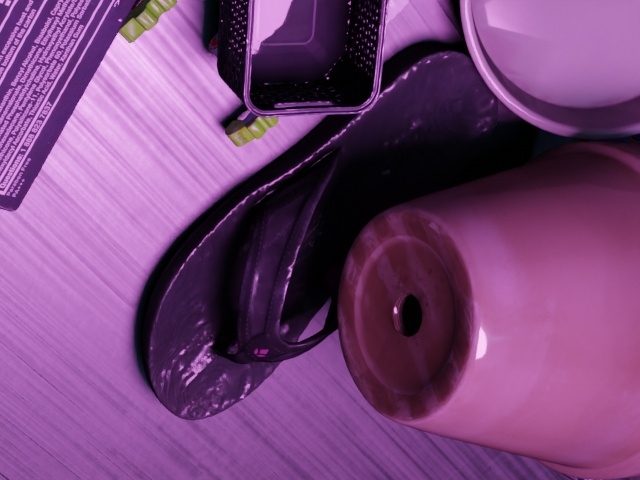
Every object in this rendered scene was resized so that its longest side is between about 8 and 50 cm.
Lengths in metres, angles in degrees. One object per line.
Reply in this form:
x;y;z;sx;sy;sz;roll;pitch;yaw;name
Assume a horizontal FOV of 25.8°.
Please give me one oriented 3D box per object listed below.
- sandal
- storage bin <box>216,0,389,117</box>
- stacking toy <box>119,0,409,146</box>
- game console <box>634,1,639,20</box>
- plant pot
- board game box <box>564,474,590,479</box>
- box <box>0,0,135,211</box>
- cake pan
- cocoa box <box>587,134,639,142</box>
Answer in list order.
-0.001;-0.002;1.317;0.446;0.107;0.167;-48;124;2;sandal
-0.015;-0.202;1.169;0.122;0.084;0.180;-4;115;-20;storage bin
-0.048;-0.208;1.234;0.221;0.052;0.167;-43;122;2;stacking toy
0.354;-0.281;1.404;0.124;0.085;0.144;32;98;-2;game console
0.180;0.067;1.269;0.280;0.323;0.323;-1;114;-37;plant pot
0.271;0.143;1.491;0.194;0.194;0.060;-46;129;-16;board game box
-0.292;-0.206;0.977;0.296;0.183;0.294;-59;152;9;box
0.268;-0.242;1.321;0.293;0.054;0.293;-3;109;-9;cake pan
0.479;-0.017;1.461;0.231;0.228;0.347;-41;124;-2;cocoa box
